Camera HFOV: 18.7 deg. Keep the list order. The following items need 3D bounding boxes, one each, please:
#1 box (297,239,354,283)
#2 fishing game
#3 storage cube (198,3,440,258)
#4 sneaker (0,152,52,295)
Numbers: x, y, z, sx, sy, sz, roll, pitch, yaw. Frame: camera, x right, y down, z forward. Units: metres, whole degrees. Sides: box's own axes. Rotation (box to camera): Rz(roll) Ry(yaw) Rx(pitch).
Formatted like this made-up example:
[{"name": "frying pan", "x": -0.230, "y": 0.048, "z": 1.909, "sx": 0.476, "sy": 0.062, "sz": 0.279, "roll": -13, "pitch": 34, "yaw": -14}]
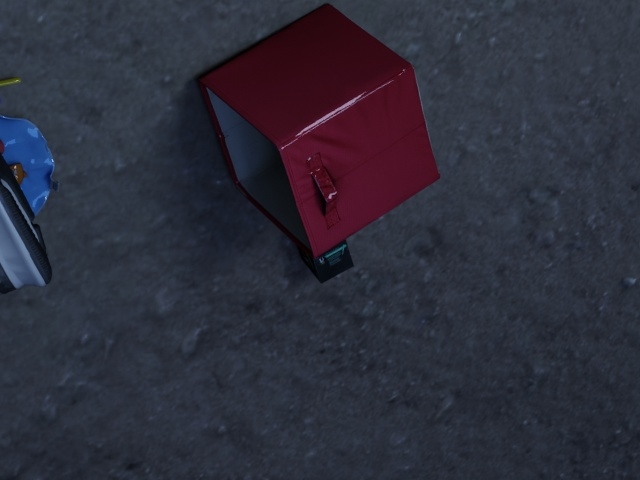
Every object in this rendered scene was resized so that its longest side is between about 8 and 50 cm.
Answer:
[{"name": "box", "x": 0.000, "y": 0.000, "z": 2.494, "sx": 0.052, "sy": 0.062, "sz": 0.083, "roll": -28, "pitch": 133, "yaw": -11}, {"name": "fishing game", "x": -0.388, "y": -0.060, "z": 2.217, "sx": 0.189, "sy": 0.041, "sz": 0.264, "roll": -9, "pitch": 126, "yaw": -24}, {"name": "storage cube", "x": 0.002, "y": -0.130, "z": 2.301, "sx": 0.193, "sy": 0.215, "sz": 0.184, "roll": -33, "pitch": 134, "yaw": -16}, {"name": "sneaker", "x": -0.482, "y": -0.082, "z": 2.052, "sx": 0.257, "sy": 0.169, "sz": 0.448, "roll": -24, "pitch": 122, "yaw": -1}]
